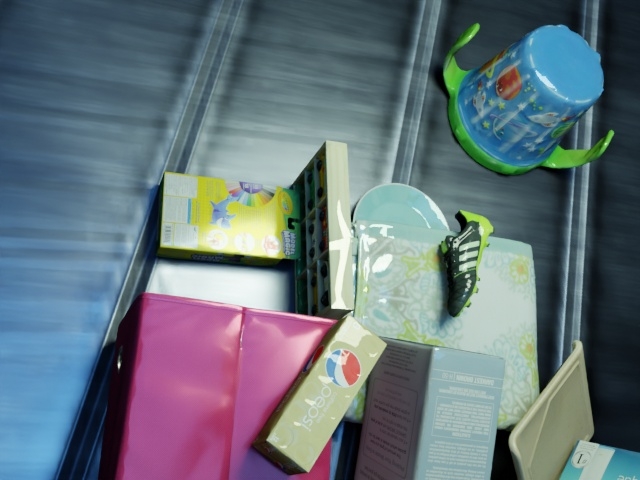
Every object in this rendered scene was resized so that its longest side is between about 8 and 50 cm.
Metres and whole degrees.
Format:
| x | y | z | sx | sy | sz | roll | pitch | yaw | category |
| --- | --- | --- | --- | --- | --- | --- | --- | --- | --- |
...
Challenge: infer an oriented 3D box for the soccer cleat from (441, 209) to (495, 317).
| x | y | z | sx | sy | sz | roll | pitch | yaw | category |
| --- | --- | --- | --- | --- | --- | --- | --- | --- | --- |
| 0.217 | 0.035 | 1.162 | 0.072 | 0.060 | 0.178 | 23 | 65 | -4 | soccer cleat |

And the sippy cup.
| x | y | z | sx | sy | sz | roll | pitch | yaw | category |
| --- | --- | --- | --- | --- | --- | --- | --- | --- | --- |
| 0.392 | -0.272 | 1.379 | 0.306 | 0.224 | 0.240 | 4 | 69 | -20 | sippy cup |

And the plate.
| x | y | z | sx | sy | sz | roll | pitch | yaw | category |
| --- | --- | --- | --- | --- | --- | --- | --- | --- | --- |
| 0.139 | -0.010 | 1.292 | 0.188 | 0.024 | 0.188 | 8 | 67 | -19 | plate |

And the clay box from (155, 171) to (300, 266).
| x | y | z | sx | sy | sz | roll | pitch | yaw | category |
| --- | --- | --- | --- | --- | --- | --- | --- | --- | --- |
| -0.143 | -0.029 | 1.173 | 0.222 | 0.053 | 0.127 | 7 | 67 | -20 | clay box |

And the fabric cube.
| x | y | z | sx | sy | sz | roll | pitch | yaw | category |
| --- | --- | --- | --- | --- | --- | --- | --- | --- | --- |
| -0.142 | 0.237 | 0.957 | 0.259 | 0.254 | 0.258 | 11 | 68 | -18 | fabric cube |

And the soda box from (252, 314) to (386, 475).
| x | y | z | sx | sy | sz | roll | pitch | yaw | category |
| --- | --- | --- | --- | --- | --- | --- | --- | --- | --- |
| 0.000 | 0.177 | 0.858 | 0.061 | 0.058 | 0.181 | 39 | 61 | -5 | soda box |

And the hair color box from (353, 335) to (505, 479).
| x | y | z | sx | sy | sz | roll | pitch | yaw | category |
| --- | --- | --- | --- | --- | --- | --- | --- | --- | --- |
| 0.131 | 0.329 | 1.007 | 0.114 | 0.185 | 0.374 | 12 | 84 | -18 | hair color box |

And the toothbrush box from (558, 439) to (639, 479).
| x | y | z | sx | sy | sz | roll | pitch | yaw | category |
| --- | --- | --- | --- | --- | --- | --- | --- | --- | --- |
| 0.441 | 0.467 | 1.097 | 0.295 | 0.216 | 0.126 | -51 | 120 | -27 | toothbrush box |

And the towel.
| x | y | z | sx | sy | sz | roll | pitch | yaw | category |
| --- | --- | --- | --- | --- | --- | --- | --- | --- | --- |
| 0.185 | 0.140 | 1.202 | 0.375 | 0.090 | 0.320 | 7 | 77 | -18 | towel |

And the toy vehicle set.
| x | y | z | sx | sy | sz | roll | pitch | yaw | category |
| --- | --- | --- | --- | --- | --- | --- | --- | --- | --- |
| 0.000 | 0.000 | 1.153 | 0.035 | 0.166 | 0.266 | 6 | 67 | -19 | toy vehicle set |

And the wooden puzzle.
| x | y | z | sx | sy | sz | roll | pitch | yaw | category |
| --- | --- | --- | --- | --- | --- | --- | --- | --- | --- |
| 0.367 | 0.308 | 1.186 | 0.238 | 0.044 | 0.221 | -46 | 132 | -31 | wooden puzzle |
